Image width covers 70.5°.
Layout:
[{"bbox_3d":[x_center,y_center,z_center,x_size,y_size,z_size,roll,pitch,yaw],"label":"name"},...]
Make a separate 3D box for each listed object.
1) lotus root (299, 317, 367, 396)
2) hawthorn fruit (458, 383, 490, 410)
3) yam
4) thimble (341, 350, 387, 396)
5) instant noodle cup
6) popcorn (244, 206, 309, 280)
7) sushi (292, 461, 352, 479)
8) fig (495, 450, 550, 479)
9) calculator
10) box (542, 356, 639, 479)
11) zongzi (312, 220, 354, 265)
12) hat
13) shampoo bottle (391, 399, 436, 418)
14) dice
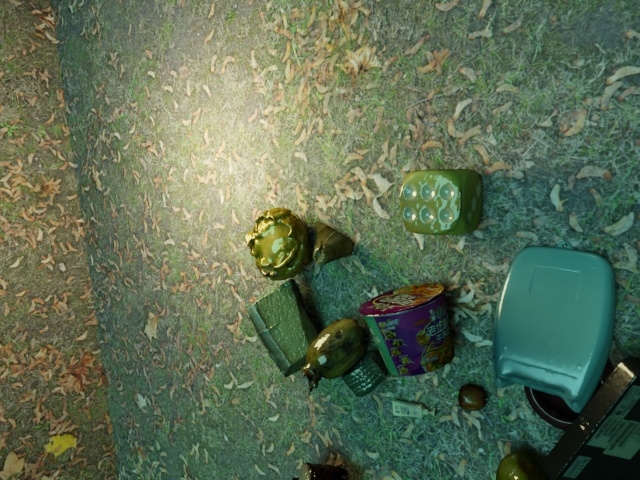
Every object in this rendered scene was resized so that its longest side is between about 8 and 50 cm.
[{"bbox_3d":[0.029,0.355,1.417,0.154,0.278,0.154,40,160,18],"label":"lotus root"},{"bbox_3d":[0.417,0.436,1.250,0.077,0.077,0.077,5,99,36],"label":"hawthorn fruit"},{"bbox_3d":[-0.107,0.306,1.550,0.271,0.203,0.201,58,167,16],"label":"yam"},{"bbox_3d":[0.141,0.417,1.419,0.135,0.118,0.090,-41,86,16],"label":"thimble"},{"bbox_3d":[0.252,0.247,1.257,0.251,0.251,0.190,-14,96,37],"label":"instant noodle cup"},{"bbox_3d":[-0.145,0.009,1.544,0.250,0.190,0.249,-4,83,41],"label":"popcorn"},{"bbox_3d":[-0.003,0.911,1.536,0.234,0.208,0.348,-127,47,-69],"label":"sushi"},{"bbox_3d":[0.530,0.648,1.141,0.167,0.167,0.233,-6,115,37],"label":"fig"},{"bbox_3d":[0.547,0.187,1.079,0.256,0.054,0.385,9,81,41],"label":"calculator"},{"bbox_3d":[0.666,0.421,0.993,0.212,0.058,0.349,16,111,-10],"label":"box"},{"bbox_3d":[0.000,0.000,1.451,0.176,0.160,0.078,40,122,25],"label":"zongzi"},{"bbox_3d":[0.598,0.353,1.086,0.206,0.089,0.205,-7,79,38],"label":"hat"},{"bbox_3d":[0.285,0.518,1.379,0.141,0.034,0.048,-6,85,37],"label":"shampoo bottle"},{"bbox_3d":[0.319,-0.103,1.192,0.169,0.169,0.166,3,97,36],"label":"dice"}]
